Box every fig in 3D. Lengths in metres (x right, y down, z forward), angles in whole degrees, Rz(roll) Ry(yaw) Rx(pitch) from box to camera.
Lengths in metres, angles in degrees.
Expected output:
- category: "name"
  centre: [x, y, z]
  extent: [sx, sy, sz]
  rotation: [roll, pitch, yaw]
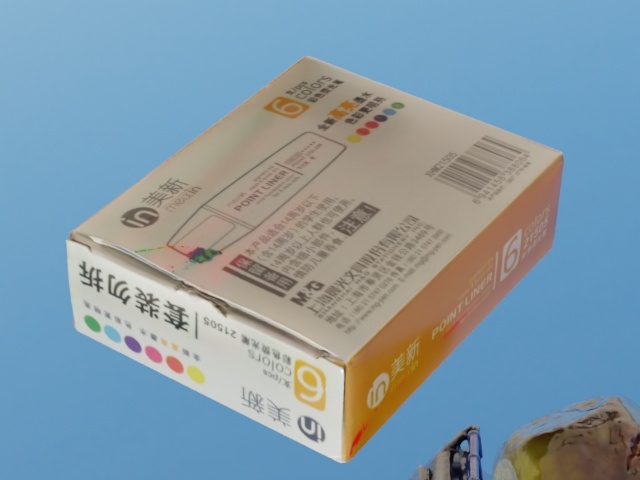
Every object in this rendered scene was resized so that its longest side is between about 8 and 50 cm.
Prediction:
- category: "fig"
  centre: [0.181, 0.189, 1.281]
  extent: [0.144, 0.154, 0.165]
  rotation: [41, -70, 46]

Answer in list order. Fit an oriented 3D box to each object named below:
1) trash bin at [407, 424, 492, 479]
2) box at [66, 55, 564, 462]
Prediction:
- category: "trash bin"
  centre: [0.166, 0.298, 1.647]
  extent: [0.184, 0.234, 0.162]
  rotation: [-57, -173, 21]
- category: "box"
  centre: [0.000, 0.000, 1.220]
  extent: [0.221, 0.091, 0.274]
  rotation: [25, -137, 27]
